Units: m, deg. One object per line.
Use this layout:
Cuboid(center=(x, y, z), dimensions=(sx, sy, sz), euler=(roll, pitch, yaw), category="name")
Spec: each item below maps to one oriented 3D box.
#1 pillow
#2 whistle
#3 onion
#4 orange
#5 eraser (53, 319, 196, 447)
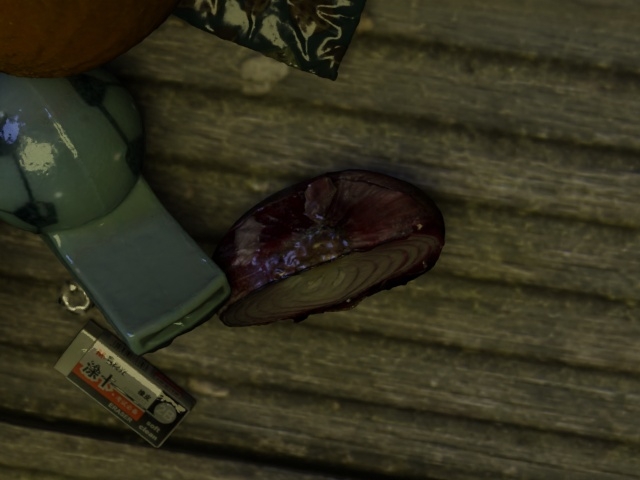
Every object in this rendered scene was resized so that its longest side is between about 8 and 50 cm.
Cuboid(center=(-0.029, -0.275, 1.319), dimensions=(0.189, 0.034, 0.255), euler=(23, 108, 6), category="pillow")
Cuboid(center=(-0.197, -0.056, 1.333), dimensions=(0.289, 0.163, 0.163), euler=(45, 113, 33), category="whistle")
Cuboid(center=(0.000, 0.000, 1.380), dimensions=(0.206, 0.151, 0.098), euler=(-18, 70, 5), category="onion")
Cuboid(center=(-0.210, -0.256, 1.233), dimensions=(0.274, 0.274, 0.274), euler=(2, 108, 7), category="orange")
Cuboid(center=(-0.174, 0.128, 1.477), dimensions=(0.122, 0.029, 0.052), euler=(38, 108, -5), category="eraser")
